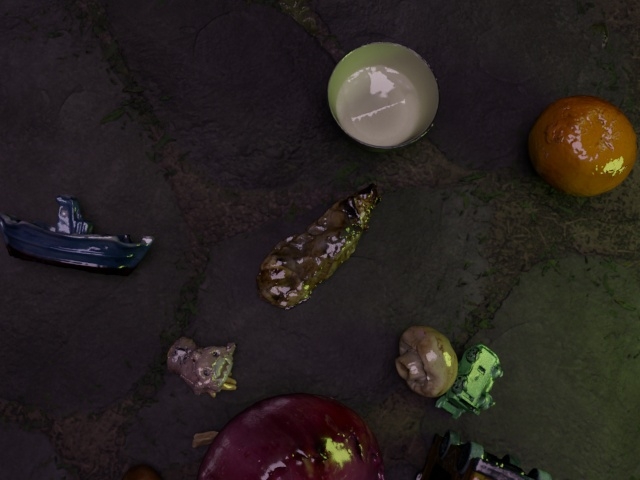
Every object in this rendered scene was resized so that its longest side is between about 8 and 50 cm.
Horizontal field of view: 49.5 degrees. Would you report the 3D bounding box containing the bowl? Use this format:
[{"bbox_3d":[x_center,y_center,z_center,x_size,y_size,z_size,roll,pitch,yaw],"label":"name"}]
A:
[{"bbox_3d":[0.127,-0.290,1.480,0.238,0.126,0.237,1,80,-4],"label":"bowl"}]

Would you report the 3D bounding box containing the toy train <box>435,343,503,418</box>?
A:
[{"bbox_3d":[0.304,0.288,1.416,0.099,0.081,0.149,36,67,-24],"label":"toy train"}]

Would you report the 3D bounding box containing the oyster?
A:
[{"bbox_3d":[0.002,0.002,1.453,0.345,0.078,0.129,-44,77,-7],"label":"oyster"}]

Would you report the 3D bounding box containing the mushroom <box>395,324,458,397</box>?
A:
[{"bbox_3d":[0.209,0.241,1.390,0.112,0.148,0.148,-22,82,-24],"label":"mushroom"}]

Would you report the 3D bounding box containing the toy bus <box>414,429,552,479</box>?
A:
[{"bbox_3d":[0.281,0.468,1.257,0.162,0.323,0.194,22,81,0],"label":"toy bus"}]

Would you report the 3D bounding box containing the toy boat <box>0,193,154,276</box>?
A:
[{"bbox_3d":[-0.488,-0.016,1.387,0.309,0.129,0.142,10,94,-3],"label":"toy boat"}]

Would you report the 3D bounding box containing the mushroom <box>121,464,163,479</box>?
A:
[{"bbox_3d":[-0.348,0.503,1.337,0.088,0.073,0.129,21,81,-34],"label":"mushroom"}]

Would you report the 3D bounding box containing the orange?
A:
[{"bbox_3d":[0.548,-0.198,1.460,0.219,0.193,0.219,6,76,-25],"label":"orange"}]

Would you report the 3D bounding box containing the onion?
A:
[{"bbox_3d":[-0.059,0.430,1.260,0.359,0.358,0.345,-17,39,-7],"label":"onion"}]

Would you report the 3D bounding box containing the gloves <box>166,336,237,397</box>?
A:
[{"bbox_3d":[-0.237,0.250,1.382,0.144,0.094,0.110,6,68,5],"label":"gloves"}]
